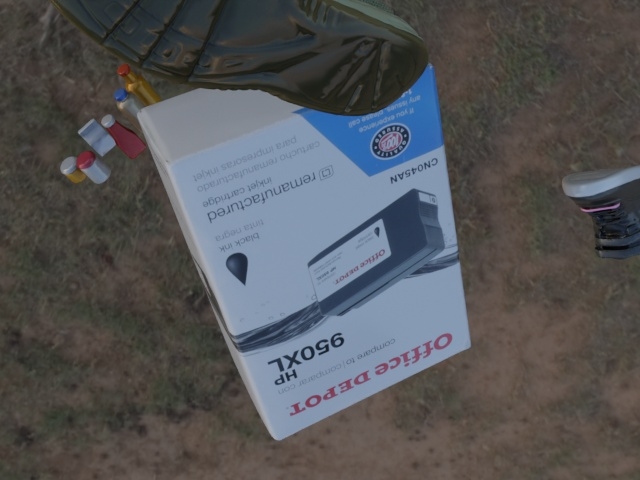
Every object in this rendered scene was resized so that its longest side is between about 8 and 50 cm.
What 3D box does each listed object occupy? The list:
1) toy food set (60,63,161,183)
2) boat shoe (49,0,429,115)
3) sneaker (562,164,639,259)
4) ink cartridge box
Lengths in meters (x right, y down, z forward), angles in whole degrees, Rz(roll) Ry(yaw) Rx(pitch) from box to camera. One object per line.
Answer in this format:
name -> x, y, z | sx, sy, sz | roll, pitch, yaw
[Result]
toy food set -> -0.394, -0.205, 1.355 | 0.232, 0.111, 0.104 | -42, 142, -4
boat shoe -> -0.037, -0.119, 0.350 | 0.224, 0.073, 0.080 | 9, 134, -46
sneaker -> 0.449, -0.038, 1.124 | 0.105, 0.296, 0.146 | -3, 94, 34
ink cartridge box -> 0.000, 0.000, 0.862 | 0.286, 0.166, 0.394 | -23, 125, -11
